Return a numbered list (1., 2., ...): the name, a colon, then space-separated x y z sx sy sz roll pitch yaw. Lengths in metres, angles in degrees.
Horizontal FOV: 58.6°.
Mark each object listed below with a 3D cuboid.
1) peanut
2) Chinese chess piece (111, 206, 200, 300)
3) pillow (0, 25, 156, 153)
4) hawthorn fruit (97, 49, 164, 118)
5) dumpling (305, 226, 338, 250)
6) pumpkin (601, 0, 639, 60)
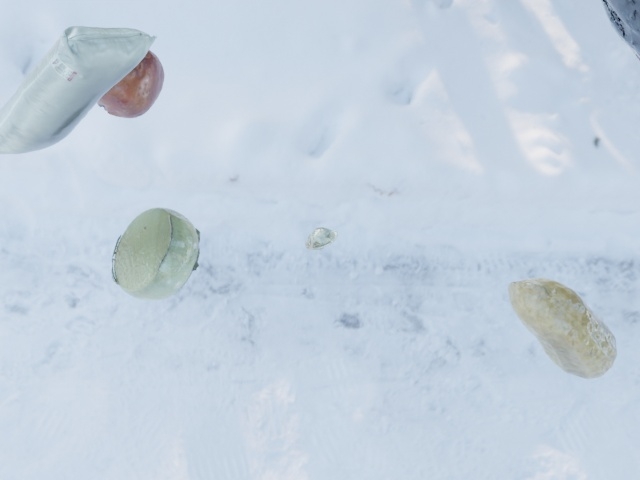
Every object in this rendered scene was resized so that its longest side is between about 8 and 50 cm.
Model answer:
1. peanut: 0.591 0.207 1.373 0.158 0.340 0.174 -35 31 17
2. Chinese chess piece: -0.325 0.027 1.131 0.189 0.083 0.188 -16 61 32
3. pillow: -0.336 -0.193 0.753 0.078 0.254 0.144 55 33 -8
4. hawthorn fruit: -0.425 -0.371 1.259 0.179 0.179 0.200 36 81 15
5. dumpling: 0.001 0.001 1.297 0.076 0.052 0.057 12 71 11
6. pumpkin: 0.251 -0.159 0.252 0.233 0.233 0.162 4 68 -4
